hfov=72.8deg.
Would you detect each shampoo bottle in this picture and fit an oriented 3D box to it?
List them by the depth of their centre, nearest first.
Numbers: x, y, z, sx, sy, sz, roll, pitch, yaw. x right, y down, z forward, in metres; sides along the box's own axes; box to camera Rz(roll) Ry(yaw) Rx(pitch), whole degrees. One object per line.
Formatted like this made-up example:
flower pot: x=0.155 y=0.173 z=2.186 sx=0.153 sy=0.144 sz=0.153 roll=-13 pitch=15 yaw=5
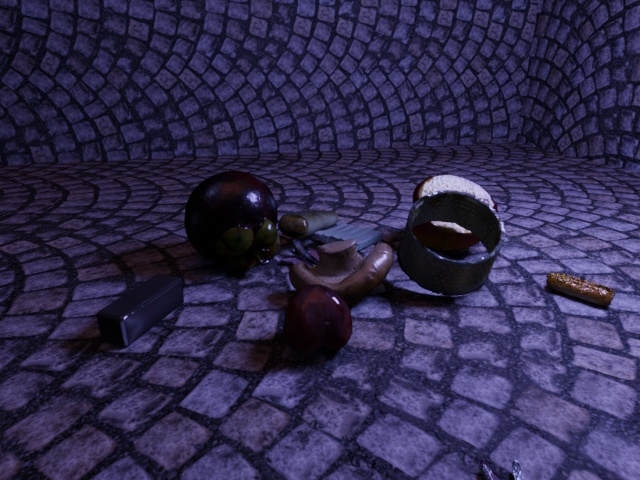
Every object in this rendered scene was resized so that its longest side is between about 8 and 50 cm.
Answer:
shampoo bottle: x=-0.416 y=0.154 z=1.049 sx=0.079 sy=0.080 sz=0.246 roll=9 pitch=24 yaw=17

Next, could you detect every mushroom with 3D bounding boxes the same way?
mushroom: x=0.065 y=0.097 z=1.118 sx=0.286 sy=0.156 sz=0.151 roll=-14 pitch=35 yaw=-2
mushroom: x=-0.038 y=-0.063 z=1.519 sx=0.107 sy=0.087 sz=0.333 roll=19 pitch=17 yaw=19

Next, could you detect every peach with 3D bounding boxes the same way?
peach: x=-0.009 y=0.165 z=0.928 sx=0.152 sy=0.152 sz=0.152 roll=0 pitch=22 yaw=0
peach: x=0.436 y=-0.086 z=1.433 sx=0.275 sy=0.248 sz=0.245 roll=12 pitch=3 yaw=16

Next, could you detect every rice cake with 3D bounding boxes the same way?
rice cake: x=0.097 y=-0.016 z=1.498 sx=0.189 sy=0.037 sz=0.198 roll=15 pitch=21 yaw=23

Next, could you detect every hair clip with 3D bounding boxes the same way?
hair clip: x=-0.032 y=0.054 z=1.349 sx=0.146 sy=0.056 sz=0.187 roll=-17 pitch=36 yaw=-38

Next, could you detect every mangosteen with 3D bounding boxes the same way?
mangosteen: x=-0.253 y=-0.062 z=1.309 sx=0.300 sy=0.300 sz=0.300 roll=0 pitch=22 yaw=0

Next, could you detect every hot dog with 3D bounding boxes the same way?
hot dog: x=0.690 y=0.126 z=1.161 sx=0.071 sy=0.045 sz=0.165 roll=-22 pitch=31 yaw=-39

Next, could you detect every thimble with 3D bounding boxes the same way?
thimble: x=0.352 y=0.003 z=1.192 sx=0.271 sy=0.150 sz=0.270 roll=0 pitch=51 yaw=0

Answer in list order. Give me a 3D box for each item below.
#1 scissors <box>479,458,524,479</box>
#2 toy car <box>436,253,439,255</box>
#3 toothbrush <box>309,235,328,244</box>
scissors: x=0.273 y=0.375 z=0.578 sx=0.134 sy=0.020 sz=0.187 roll=-4 pitch=23 yaw=1
toy car: x=0.361 y=0.076 z=1.301 sx=0.059 sy=0.035 sz=0.122 roll=-17 pitch=36 yaw=-35
toothbrush: x=0.000 y=0.000 z=1.510 sx=0.018 sy=0.024 sz=0.257 roll=-16 pitch=28 yaw=-34
